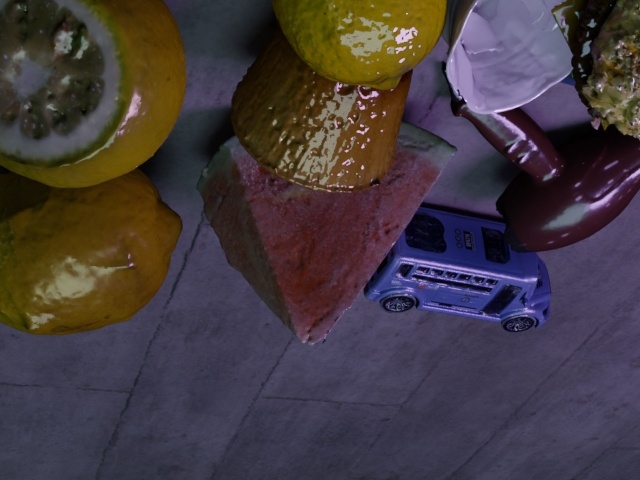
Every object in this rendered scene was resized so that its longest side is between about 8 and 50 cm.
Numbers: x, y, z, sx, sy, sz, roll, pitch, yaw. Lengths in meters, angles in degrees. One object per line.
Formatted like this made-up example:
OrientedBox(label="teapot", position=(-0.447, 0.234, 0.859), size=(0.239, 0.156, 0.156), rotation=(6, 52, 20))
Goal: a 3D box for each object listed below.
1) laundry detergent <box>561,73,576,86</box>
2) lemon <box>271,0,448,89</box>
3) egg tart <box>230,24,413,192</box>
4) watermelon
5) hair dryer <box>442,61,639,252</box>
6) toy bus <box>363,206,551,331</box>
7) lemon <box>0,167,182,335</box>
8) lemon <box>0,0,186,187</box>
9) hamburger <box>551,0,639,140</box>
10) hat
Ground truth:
OrientedBox(label="laundry detergent", position=(0.387, -0.214, 1.437), size=(0.289, 0.094, 0.143), rotation=(14, 131, -27))
OrientedBox(label="lemon", position=(0.035, -0.247, 1.237), size=(0.180, 0.193, 0.180), rotation=(5, -169, -1))
OrientedBox(label="egg tart", position=(0.015, -0.165, 1.387), size=(0.202, 0.203, 0.147), rotation=(9, 137, -21))
OrientedBox(label="watermelon", position=(0.009, -0.043, 1.542), size=(0.283, 0.293, 0.250), rotation=(12, 115, -23))
OrientedBox(label="hair dryer", position=(0.291, -0.145, 1.563), size=(0.312, 0.123, 0.340), rotation=(-37, 126, 25))
OrientedBox(label="toy bus", position=(0.207, 0.035, 1.786), size=(0.292, 0.126, 0.133), rotation=(10, 145, -20))
OrientedBox(label="lemon", position=(-0.309, 0.004, 1.573), size=(0.288, 0.234, 0.233), rotation=(-13, 147, 10))
OrientedBox(label="lemon", position=(-0.250, -0.176, 1.301), size=(0.240, 0.241, 0.219), rotation=(-13, -174, 13))
OrientedBox(label="hamburger", position=(0.367, -0.207, 1.269), size=(0.261, 0.139, 0.243), rotation=(-41, 138, 3))
OrientedBox(label="hat", position=(0.186, -0.247, 1.306), size=(0.203, 0.126, 0.203), rotation=(-19, 140, -17))
